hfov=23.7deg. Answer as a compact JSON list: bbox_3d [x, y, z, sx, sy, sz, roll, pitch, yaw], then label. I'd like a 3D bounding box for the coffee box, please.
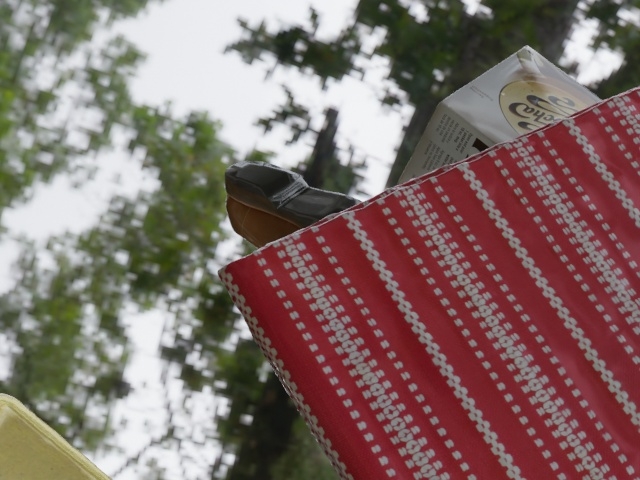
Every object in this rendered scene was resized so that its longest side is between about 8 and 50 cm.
[{"bbox_3d":[0.245,-0.029,1.416,0.297,0.168,0.118,40,-47,16],"label":"coffee box"}]

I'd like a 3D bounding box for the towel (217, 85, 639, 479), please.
[{"bbox_3d":[0.119,0.042,0.628,0.199,0.275,0.031,56,-29,21],"label":"towel"}]

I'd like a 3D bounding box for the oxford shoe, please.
[{"bbox_3d":[0.000,0.000,1.382,0.212,0.076,0.076,29,-51,33],"label":"oxford shoe"}]

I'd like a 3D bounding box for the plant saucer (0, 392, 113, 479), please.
[{"bbox_3d":[-0.159,0.315,0.911,0.081,0.333,0.332,-28,-152,35],"label":"plant saucer"}]
